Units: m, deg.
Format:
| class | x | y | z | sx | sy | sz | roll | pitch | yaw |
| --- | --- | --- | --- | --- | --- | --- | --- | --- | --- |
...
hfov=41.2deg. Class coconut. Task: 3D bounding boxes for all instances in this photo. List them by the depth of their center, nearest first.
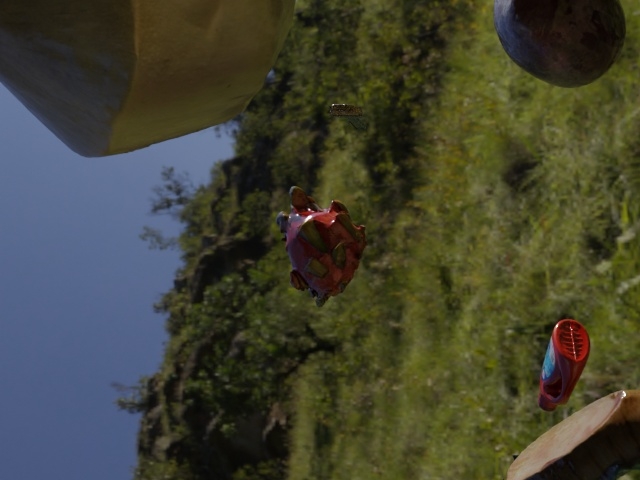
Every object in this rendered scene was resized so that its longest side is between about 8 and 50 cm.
| class | x | y | z | sx | sy | sz | roll | pitch | yaw |
| --- | --- | --- | --- | --- | --- | --- | --- | --- | --- |
| coconut | -0.194 | -0.224 | 0.804 | 0.328 | 0.328 | 0.329 | 10 | -103 | -52 |

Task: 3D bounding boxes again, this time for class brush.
| class | x | y | z | sx | sy | sz | roll | pitch | yaw |
| --- | --- | --- | --- | --- | --- | --- | --- | --- | --- |
| brush | 0.054 | -0.206 | 1.440 | 0.164 | 0.051 | 0.014 | 15 | -100 | -76 |

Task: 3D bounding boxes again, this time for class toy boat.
| class | x | y | z | sx | sy | sz | roll | pitch | yaw |
| --- | --- | --- | --- | --- | --- | --- | --- | --- | --- |
| toy boat | 0.308 | 0.213 | 0.879 | 0.099 | 0.292 | 0.108 | 50 | -155 | -8 |

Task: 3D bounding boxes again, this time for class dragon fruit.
| class | x | y | z | sx | sy | sz | roll | pitch | yaw |
| --- | --- | --- | --- | --- | --- | --- | --- | --- | --- |
| dragon fruit | 0.000 | 0.000 | 1.323 | 0.150 | 0.133 | 0.208 | 17 | -141 | -53 |

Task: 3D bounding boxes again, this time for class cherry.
| class | x | y | z | sx | sy | sz | roll | pitch | yaw |
| --- | --- | --- | --- | --- | --- | --- | --- | --- | --- |
| cherry | 0.288 | -0.273 | 1.046 | 0.176 | 0.140 | 0.176 | 43 | -166 | -13 |

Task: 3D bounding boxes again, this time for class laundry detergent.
| class | x | y | z | sx | sy | sz | roll | pitch | yaw |
| --- | --- | --- | --- | --- | --- | --- | --- | --- | --- |
| laundry detergent | 0.343 | 0.195 | 1.218 | 0.097 | 0.049 | 0.165 | -80 | -7 | -45 |

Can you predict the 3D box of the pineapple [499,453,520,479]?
| class | x | y | z | sx | sy | sz | roll | pitch | yaw |
| --- | --- | --- | --- | --- | --- | --- | --- | --- | --- |
| pineapple | 0.275 | 0.348 | 1.151 | 0.083 | 0.221 | 0.103 | -14 | -113 | -18 |
